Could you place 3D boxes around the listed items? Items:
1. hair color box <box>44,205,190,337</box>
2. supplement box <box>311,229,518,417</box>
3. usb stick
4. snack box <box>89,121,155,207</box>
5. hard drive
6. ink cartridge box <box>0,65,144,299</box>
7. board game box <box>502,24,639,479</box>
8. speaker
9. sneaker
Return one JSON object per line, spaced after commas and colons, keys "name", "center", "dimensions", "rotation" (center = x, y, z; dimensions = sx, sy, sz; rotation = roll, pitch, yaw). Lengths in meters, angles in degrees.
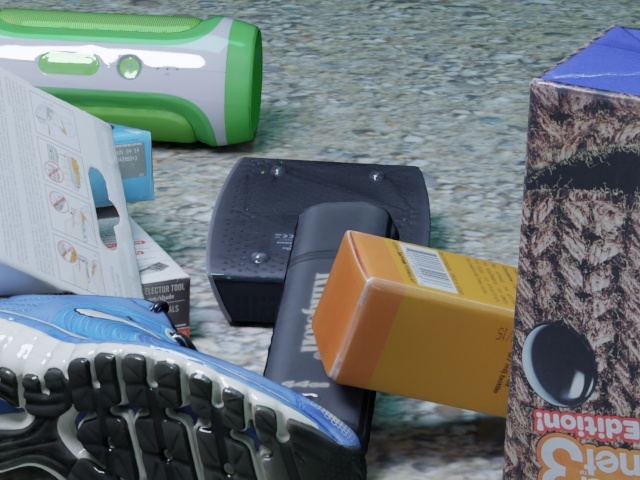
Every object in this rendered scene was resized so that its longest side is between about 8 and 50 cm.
{"name": "hair color box", "center": [-0.168, 0.026, 1.424], "dimensions": [0.093, 0.053, 0.167], "rotation": [-7, 21, -22]}
{"name": "supplement box", "center": [0.118, 0.064, 1.226], "dimensions": [0.233, 0.078, 0.080], "rotation": [14, 23, -16]}
{"name": "usb stick", "center": [0.006, 0.059, 1.289], "dimensions": [0.077, 0.045, 0.278], "rotation": [5, 34, 4]}
{"name": "snack box", "center": [-0.284, -0.067, 1.572], "dimensions": [0.187, 0.060, 0.322], "rotation": [-9, 12, -27]}
{"name": "hard drive", "center": [0.000, 0.000, 1.504], "dimensions": [0.172, 0.054, 0.255], "rotation": [3, 22, 2]}
{"name": "ink cartridge box", "center": [-0.229, -0.040, 1.303], "dimensions": [0.232, 0.066, 0.189], "rotation": [33, 35, -47]}
{"name": "board game box", "center": [0.236, 0.049, 1.065], "dimensions": [0.232, 0.291, 0.141], "rotation": [12, 24, 25]}
{"name": "speaker", "center": [-0.206, -0.155, 1.798], "dimensions": [0.296, 0.131, 0.131], "rotation": [3, 21, 3]}
{"name": "sneaker", "center": [-0.106, 0.089, 1.161], "dimensions": [0.330, 0.130, 0.147], "rotation": [15, 27, 32]}
